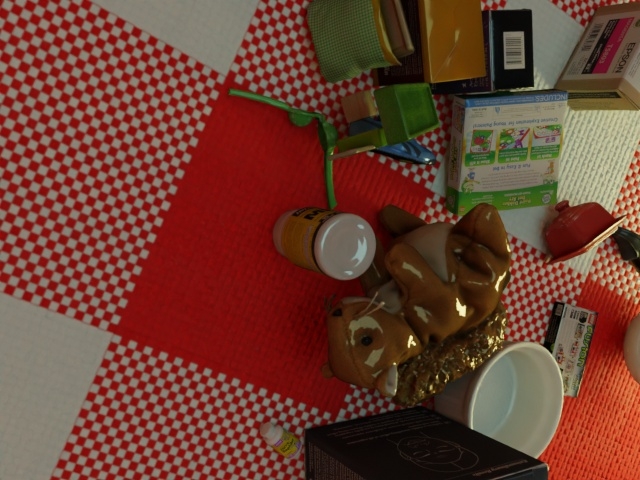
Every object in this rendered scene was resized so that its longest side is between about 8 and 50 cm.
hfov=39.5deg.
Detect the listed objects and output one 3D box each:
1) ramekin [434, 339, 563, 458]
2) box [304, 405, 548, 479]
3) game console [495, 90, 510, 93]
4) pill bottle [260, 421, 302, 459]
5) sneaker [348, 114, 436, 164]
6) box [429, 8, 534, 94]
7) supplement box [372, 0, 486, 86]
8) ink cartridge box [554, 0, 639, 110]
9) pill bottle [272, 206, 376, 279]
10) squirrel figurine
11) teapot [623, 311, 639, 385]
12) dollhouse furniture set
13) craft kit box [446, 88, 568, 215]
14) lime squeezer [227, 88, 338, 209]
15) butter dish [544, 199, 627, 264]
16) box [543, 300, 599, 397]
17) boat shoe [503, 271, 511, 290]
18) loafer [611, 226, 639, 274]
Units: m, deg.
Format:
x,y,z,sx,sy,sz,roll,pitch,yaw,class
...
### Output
x,y,z,sx,sy,sz,roll,pitch,yaw,class
0.373,0.339,1.894,0.277,0.135,0.277,-4,98,-34,ramekin
0.186,0.483,1.676,0.294,0.395,0.212,-5,98,-27,box
0.376,-0.256,1.906,0.107,0.071,0.122,-23,109,7,game console
-0.077,0.385,1.722,0.083,0.043,0.043,42,77,-26,pill bottle
0.150,-0.202,1.760,0.209,0.069,0.082,15,85,-29,sneaker
0.310,-0.365,1.746,0.108,0.207,0.153,-9,99,-28,box
0.196,-0.396,1.687,0.129,0.194,0.191,-12,102,-28,supplement box
0.645,-0.399,1.930,0.088,0.193,0.234,34,79,-27,ink cartridge box
0.000,0.000,1.623,0.119,0.208,0.119,-4,99,-28,pill bottle
0.180,0.168,1.683,0.370,0.281,0.397,-48,127,-30,squirrel figurine
0.831,0.253,2.123,0.256,0.187,0.252,-41,86,0,teapot
0.062,-0.307,1.579,0.151,0.198,0.301,-24,99,-57,dollhouse furniture set
0.388,-0.185,1.855,0.250,0.061,0.246,-6,109,-21,craft kit box
-0.036,-0.204,1.678,0.110,0.059,0.310,-36,117,13,lime squeezer
0.563,-0.036,1.974,0.160,0.160,0.118,-34,88,-22,butter dish
0.567,0.253,2.056,0.114,0.036,0.207,16,88,-29,box
0.351,0.109,1.924,0.153,0.048,0.056,-45,102,-24,boat shoe
0.736,0.022,2.108,0.170,0.062,0.061,34,85,-26,loafer
